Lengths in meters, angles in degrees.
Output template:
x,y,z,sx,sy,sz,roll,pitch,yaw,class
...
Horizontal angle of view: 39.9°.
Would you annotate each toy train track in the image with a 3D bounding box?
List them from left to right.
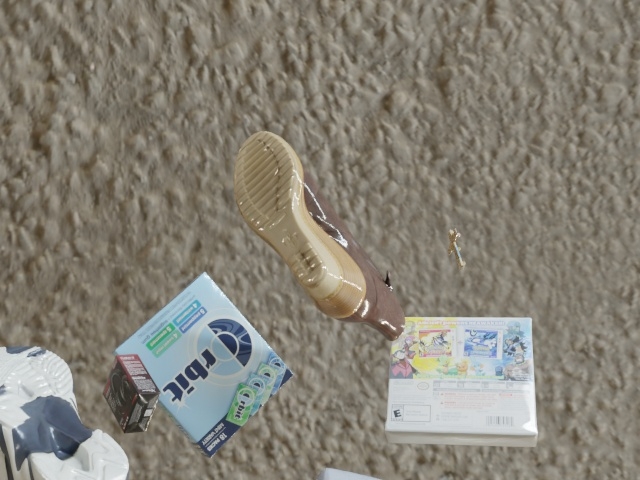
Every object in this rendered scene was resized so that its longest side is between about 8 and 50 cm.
x,y,z,sx,sy,sz,roll,pitch,yaw,class
0.215,0.014,1.375,0.014,0.083,0.048,2,131,-10,toy train track

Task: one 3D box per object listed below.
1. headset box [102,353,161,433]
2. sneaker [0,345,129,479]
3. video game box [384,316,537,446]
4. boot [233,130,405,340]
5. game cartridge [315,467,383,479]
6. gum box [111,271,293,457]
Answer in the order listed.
x,y,z,sx,sy,sz,roll,pitch,yaw,class
-0.232,0.183,1.072,0.032,0.083,0.062,4,121,-41,headset box
-0.244,0.203,0.763,0.094,0.235,0.153,-11,121,-44,sneaker
0.198,0.196,1.247,0.205,0.187,0.048,0,144,11,video game box
0.000,0.000,1.056,0.090,0.248,0.207,-35,147,14,boot
0.125,0.263,0.611,0.294,0.196,0.060,25,107,-9,game cartridge
-0.153,0.162,1.158,0.157,0.041,0.184,-43,95,-23,gum box
